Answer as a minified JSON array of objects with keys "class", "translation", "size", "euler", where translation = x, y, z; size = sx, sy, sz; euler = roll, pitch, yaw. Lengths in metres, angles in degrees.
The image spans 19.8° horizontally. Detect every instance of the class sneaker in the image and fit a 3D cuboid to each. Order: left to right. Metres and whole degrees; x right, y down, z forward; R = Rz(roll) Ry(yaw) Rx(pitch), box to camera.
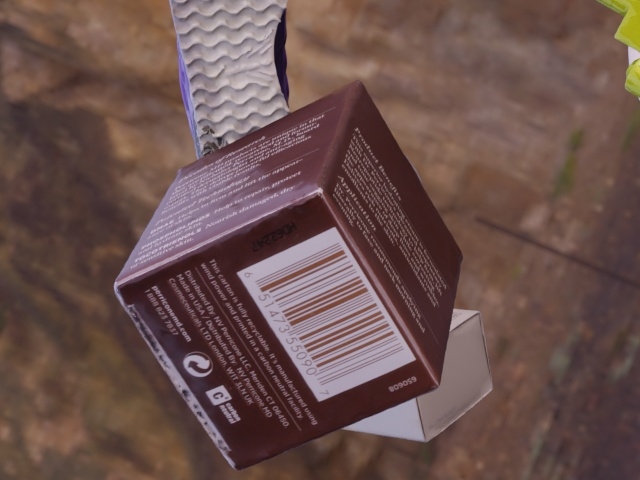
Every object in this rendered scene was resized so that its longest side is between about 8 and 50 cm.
[{"class":"sneaker","translation":[-0.078,-0.174,1.490],"size":[0.146,0.102,0.293],"euler":[-120,25,-65]}]

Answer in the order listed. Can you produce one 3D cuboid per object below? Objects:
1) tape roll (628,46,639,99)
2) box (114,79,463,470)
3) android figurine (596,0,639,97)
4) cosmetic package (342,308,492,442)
[{"class":"tape roll","translation":[0.518,-0.227,2.192],"size":[0.286,0.286,0.100],"euler":[-68,-23,3]},{"class":"box","translation":[-0.015,0.022,1.300],"size":[0.167,0.168,0.203],"euler":[-25,19,20]},{"class":"android figurine","translation":[0.393,-0.227,1.751],"size":[0.056,0.273,0.248],"euler":[-11,-48,-60]},{"class":"cosmetic package","translation":[0.039,0.152,2.276],"size":[0.160,0.309,0.113],"euler":[-30,-63,-45]}]
